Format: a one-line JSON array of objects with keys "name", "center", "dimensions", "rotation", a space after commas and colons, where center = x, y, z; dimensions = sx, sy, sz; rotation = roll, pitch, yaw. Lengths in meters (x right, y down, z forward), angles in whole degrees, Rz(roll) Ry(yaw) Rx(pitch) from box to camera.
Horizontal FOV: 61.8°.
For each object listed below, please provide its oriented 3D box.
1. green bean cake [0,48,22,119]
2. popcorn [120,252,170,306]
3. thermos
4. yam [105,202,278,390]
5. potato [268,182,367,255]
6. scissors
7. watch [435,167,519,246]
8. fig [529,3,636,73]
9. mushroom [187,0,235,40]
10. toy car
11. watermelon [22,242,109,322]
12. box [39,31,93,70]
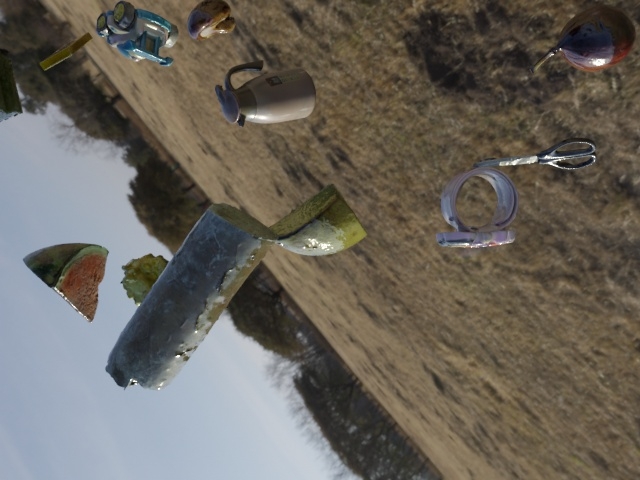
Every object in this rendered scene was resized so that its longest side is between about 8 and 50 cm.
[{"name": "green bean cake", "center": [-0.754, -0.290, 1.025], "dimensions": [0.250, 0.247, 0.156], "rotation": [-29, -73, -72]}, {"name": "popcorn", "center": [-0.491, 0.114, 1.544], "dimensions": [0.142, 0.173, 0.173], "rotation": [3, 136, 49]}, {"name": "thermos", "center": [-0.122, -0.304, 1.105], "dimensions": [0.105, 0.193, 0.137], "rotation": [-28, 85, 55]}, {"name": "yam", "center": [-0.162, 0.074, 0.656], "dimensions": [0.093, 0.259, 0.093], "rotation": [35, -171, -7]}, {"name": "potato", "center": [0.000, 0.000, 0.877], "dimensions": [0.120, 0.149, 0.081], "rotation": [50, -169, -29]}, {"name": "scissors", "center": [0.548, -0.213, 1.389], "dimensions": [0.300, 0.022, 0.109], "rotation": [-2, 148, 29]}, {"name": "watch", "center": [0.448, -0.094, 1.553], "dimensions": [0.196, 0.244, 0.231], "rotation": [-153, 60, -81]}, {"name": "fig", "center": [0.769, -0.586, 1.565], "dimensions": [0.203, 0.250, 0.186], "rotation": [-109, 14, -67]}, {"name": "mushroom", "center": [-0.270, -0.533, 1.305], "dimensions": [0.087, 0.127, 0.127], "rotation": [53, 172, -7]}, {"name": "toy car", "center": [-0.375, -0.394, 1.061], "dimensions": [0.161, 0.098, 0.126], "rotation": [-1, 173, 35]}, {"name": "watermelon", "center": [-0.541, 0.079, 1.189], "dimensions": [0.202, 0.136, 0.207], "rotation": [48, 177, -26]}, {"name": "box", "center": [-0.626, -0.470, 1.323], "dimensions": [0.023, 0.087, 0.155], "rotation": [56, -163, -31]}]
